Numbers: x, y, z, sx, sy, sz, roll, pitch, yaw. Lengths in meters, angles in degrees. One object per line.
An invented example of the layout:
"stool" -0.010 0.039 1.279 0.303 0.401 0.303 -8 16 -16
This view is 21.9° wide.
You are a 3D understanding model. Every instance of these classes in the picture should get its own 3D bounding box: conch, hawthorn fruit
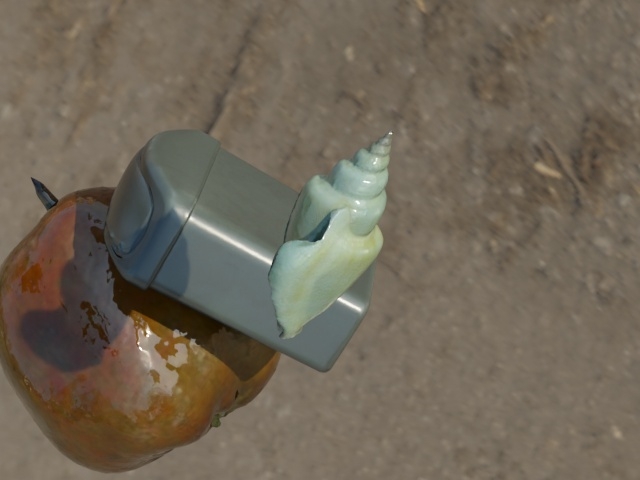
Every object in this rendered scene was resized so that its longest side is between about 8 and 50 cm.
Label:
"conch" 0.007 0.002 1.087 0.065 0.088 0.180 24 119 -4
"hawthorn fruit" -0.195 0.064 1.605 0.268 0.268 0.301 -36 98 15

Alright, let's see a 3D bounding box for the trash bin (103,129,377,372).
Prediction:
"trash bin" -0.071 0.002 1.458 0.236 0.177 0.101 28 111 -7
